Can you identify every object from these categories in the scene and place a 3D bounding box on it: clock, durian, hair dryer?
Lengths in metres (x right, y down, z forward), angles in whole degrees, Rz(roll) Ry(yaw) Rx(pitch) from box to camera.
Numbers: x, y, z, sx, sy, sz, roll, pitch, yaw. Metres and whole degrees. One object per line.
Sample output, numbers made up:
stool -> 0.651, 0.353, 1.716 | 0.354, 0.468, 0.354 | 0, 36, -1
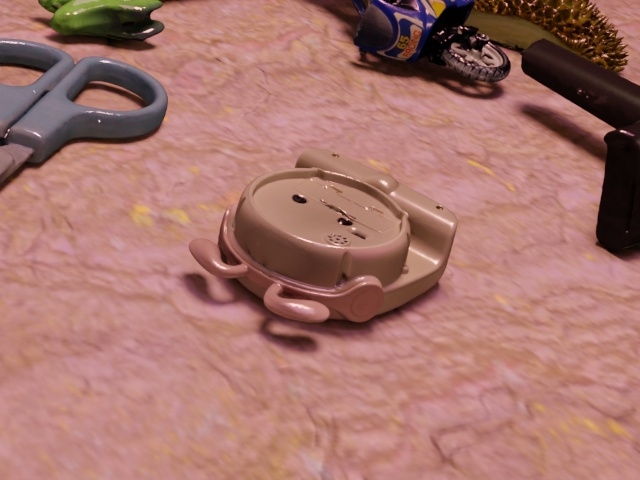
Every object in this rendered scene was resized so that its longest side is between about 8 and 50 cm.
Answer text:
clock -> 0.000, 0.000, 1.032 | 0.151, 0.062, 0.191 | 28, 32, 25
durian -> 0.268, -0.264, 1.600 | 0.221, 0.095, 0.137 | 31, 32, 16
hair dryer -> 0.275, -0.111, 1.307 | 0.244, 0.116, 0.302 | -13, 37, -41

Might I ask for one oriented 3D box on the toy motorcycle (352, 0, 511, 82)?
toy motorcycle -> 0.079, -0.273, 1.499 | 0.169, 0.113, 0.315 | -3, 44, -34

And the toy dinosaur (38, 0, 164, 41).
toy dinosaur -> -0.087, -0.337, 1.524 | 0.500, 0.144, 0.374 | -5, 38, -23

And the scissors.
scissors -> -0.257, -0.065, 1.063 | 0.192, 0.029, 0.447 | 16, 28, 3
